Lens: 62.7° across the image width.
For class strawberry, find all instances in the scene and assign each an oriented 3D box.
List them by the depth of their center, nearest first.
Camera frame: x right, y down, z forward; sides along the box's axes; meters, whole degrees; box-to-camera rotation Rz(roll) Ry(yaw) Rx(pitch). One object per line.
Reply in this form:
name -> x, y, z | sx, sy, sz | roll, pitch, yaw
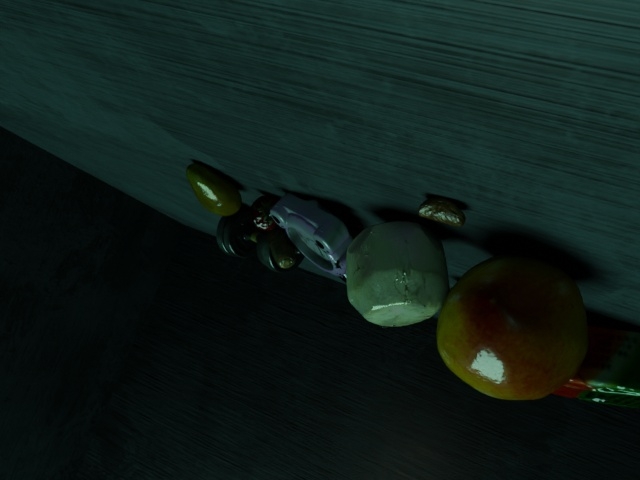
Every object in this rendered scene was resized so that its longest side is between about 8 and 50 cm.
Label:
strawberry -> -0.147, -0.077, 1.472 | 0.106, 0.106, 0.106 | 21, 172, 3

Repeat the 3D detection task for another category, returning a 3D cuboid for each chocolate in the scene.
chocolate -> 0.722, 0.338, 1.417 | 0.341, 0.162, 0.360 | 6, 161, 21

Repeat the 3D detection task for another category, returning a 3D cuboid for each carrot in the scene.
carrot -> -0.125, -0.024, 1.523 | 0.070, 0.070, 0.342 | 25, -161, -24

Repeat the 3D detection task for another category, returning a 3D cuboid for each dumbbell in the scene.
dumbbell -> -0.199, -0.007, 1.776 | 0.388, 0.185, 0.185 | 16, 170, 41

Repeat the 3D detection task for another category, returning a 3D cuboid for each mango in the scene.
mango -> -0.298, -0.139, 1.477 | 0.136, 0.099, 0.227 | 25, 166, 26

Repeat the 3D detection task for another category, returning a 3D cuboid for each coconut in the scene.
coconut -> 0.168, 0.059, 1.147 | 0.227, 0.231, 0.227 | 0, 151, 0

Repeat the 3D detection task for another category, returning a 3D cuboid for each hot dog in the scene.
hot dog -> 0.211, -0.049, 0.906 | 0.083, 0.035, 0.058 | 17, 171, 28

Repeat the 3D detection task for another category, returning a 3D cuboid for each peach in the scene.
peach -> 0.365, 0.173, 1.015 | 0.288, 0.289, 0.308 | 20, -170, 12

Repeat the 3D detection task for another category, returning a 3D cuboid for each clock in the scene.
clock -> 0.000, 0.000, 1.351 | 0.227, 0.090, 0.248 | 30, 160, 38

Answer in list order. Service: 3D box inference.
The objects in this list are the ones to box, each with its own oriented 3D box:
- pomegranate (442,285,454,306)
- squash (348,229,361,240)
pomegranate -> 0.440, 0.193, 1.567 | 0.159, 0.159, 0.205 | 19, 144, 20
squash -> 0.067, 0.014, 1.502 | 0.378, 0.101, 0.101 | 18, 172, 40
